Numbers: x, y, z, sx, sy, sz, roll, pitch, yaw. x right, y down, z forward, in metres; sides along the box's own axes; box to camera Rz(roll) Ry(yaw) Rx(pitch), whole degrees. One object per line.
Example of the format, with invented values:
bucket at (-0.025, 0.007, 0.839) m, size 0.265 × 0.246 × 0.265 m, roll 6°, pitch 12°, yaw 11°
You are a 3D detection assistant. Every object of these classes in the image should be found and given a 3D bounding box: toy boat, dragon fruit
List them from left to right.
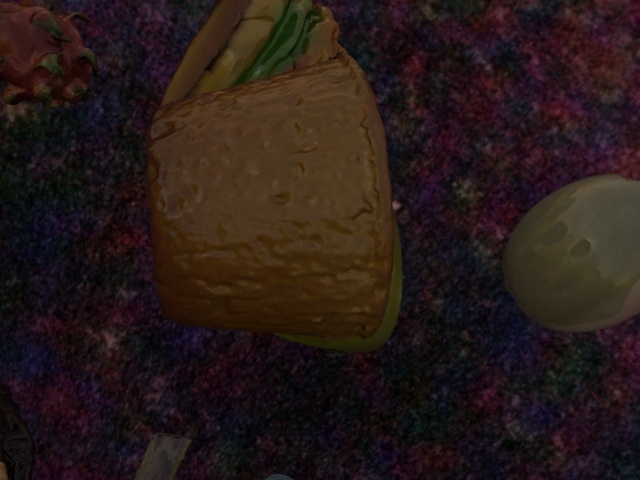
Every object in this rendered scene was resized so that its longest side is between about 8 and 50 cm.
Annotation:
dragon fruit at (-0.402, -0.269, 1.041) m, size 0.236 × 0.135 × 0.137 m, roll 37°, pitch 29°, yaw -6°
toy boat at (-0.188, 0.274, 0.884) m, size 0.016 × 0.063 × 0.115 m, roll 41°, pitch 58°, yaw -36°

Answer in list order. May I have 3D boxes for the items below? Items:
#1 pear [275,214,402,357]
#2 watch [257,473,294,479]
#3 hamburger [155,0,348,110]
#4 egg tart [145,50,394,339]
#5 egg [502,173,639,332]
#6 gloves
pear at (0.000, 0.000, 1.273) m, size 0.343 × 0.317 × 0.238 m, roll 18°, pitch 5°, yaw -8°
watch at (-0.079, 0.496, 1.295) m, size 0.211 × 0.211 × 0.193 m, roll 11°, pitch 52°, yaw -22°
hamburger at (-0.064, -0.187, 0.869) m, size 0.149 × 0.237 × 0.237 m, roll 31°, pitch 41°, yaw -21°
egg tart at (-0.040, -0.027, 0.537) m, size 0.147 × 0.202 × 0.202 m, roll -3°, pitch 51°, yaw -7°
egg at (0.343, 0.012, 0.966) m, size 0.183 × 0.217 × 0.183 m, roll 22°, pitch 51°, yaw -29°
gloves at (-0.578, 0.387, 1.360) m, size 0.152 × 0.197 × 0.300 m, roll 17°, pitch 45°, yaw -22°
